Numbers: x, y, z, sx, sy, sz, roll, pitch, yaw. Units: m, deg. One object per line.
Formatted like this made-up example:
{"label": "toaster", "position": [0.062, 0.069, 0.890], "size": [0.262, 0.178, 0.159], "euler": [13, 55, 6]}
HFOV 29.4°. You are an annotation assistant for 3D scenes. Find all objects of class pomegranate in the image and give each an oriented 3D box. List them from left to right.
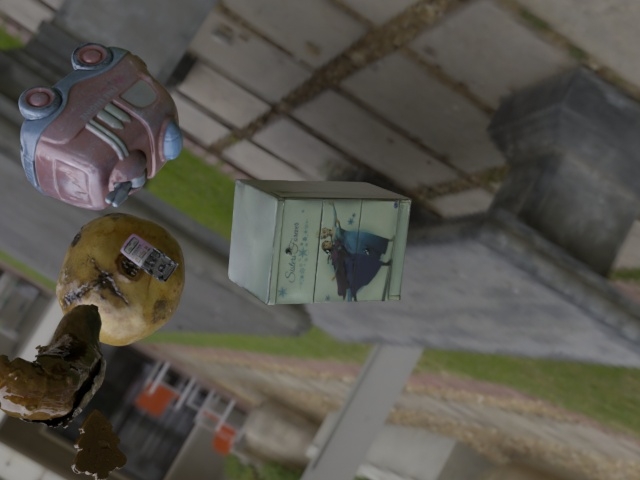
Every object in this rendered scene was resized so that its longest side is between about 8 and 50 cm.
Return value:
{"label": "pomegranate", "position": [-0.385, 0.074, 2.371], "size": [0.260, 0.260, 0.260], "euler": [28, 168, 7]}

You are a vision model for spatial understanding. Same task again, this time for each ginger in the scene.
{"label": "ginger", "position": [-0.375, 0.190, 1.750], "size": [0.133, 0.107, 0.309], "euler": [53, -169, -2]}

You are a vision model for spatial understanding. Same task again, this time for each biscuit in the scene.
{"label": "biscuit", "position": [-0.290, 0.264, 1.577], "size": [0.082, 0.092, 0.016], "euler": [-1, 166, -44]}

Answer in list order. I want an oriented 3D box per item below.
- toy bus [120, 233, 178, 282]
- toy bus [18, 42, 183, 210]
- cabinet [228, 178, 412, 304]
{"label": "toy bus", "position": [-0.232, 0.025, 1.662], "size": [0.052, 0.037, 0.131], "euler": [34, 175, 11]}
{"label": "toy bus", "position": [-0.364, -0.181, 2.100], "size": [0.232, 0.294, 0.197], "euler": [28, 142, 19]}
{"label": "cabinet", "position": [0.000, 0.000, 1.685], "size": [0.206, 0.145, 0.150], "euler": [0, -168, -26]}
